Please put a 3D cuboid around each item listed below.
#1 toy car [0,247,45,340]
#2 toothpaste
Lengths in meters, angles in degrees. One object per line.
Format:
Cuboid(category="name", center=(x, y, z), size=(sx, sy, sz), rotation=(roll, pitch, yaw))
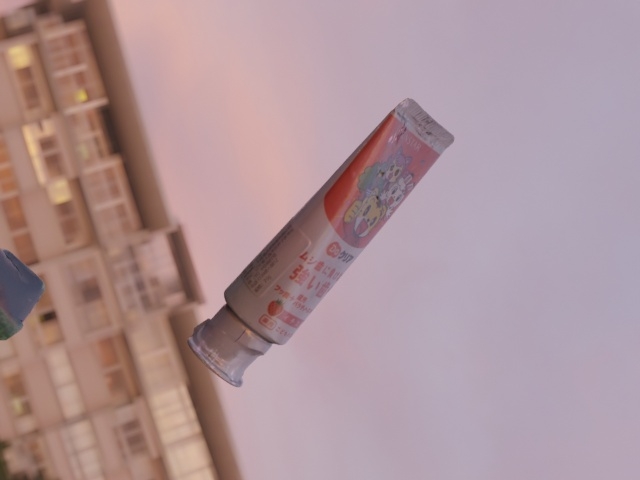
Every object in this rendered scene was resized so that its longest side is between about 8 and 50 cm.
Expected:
Cuboid(category="toy car", center=(-0.288, -0.014, 0.896), size=(0.320, 0.097, 0.141), rotation=(5, -40, 45))
Cuboid(category="toothpaste", center=(0.000, 0.000, 1.095), size=(0.057, 0.234, 0.089), rotation=(44, 7, 30))
